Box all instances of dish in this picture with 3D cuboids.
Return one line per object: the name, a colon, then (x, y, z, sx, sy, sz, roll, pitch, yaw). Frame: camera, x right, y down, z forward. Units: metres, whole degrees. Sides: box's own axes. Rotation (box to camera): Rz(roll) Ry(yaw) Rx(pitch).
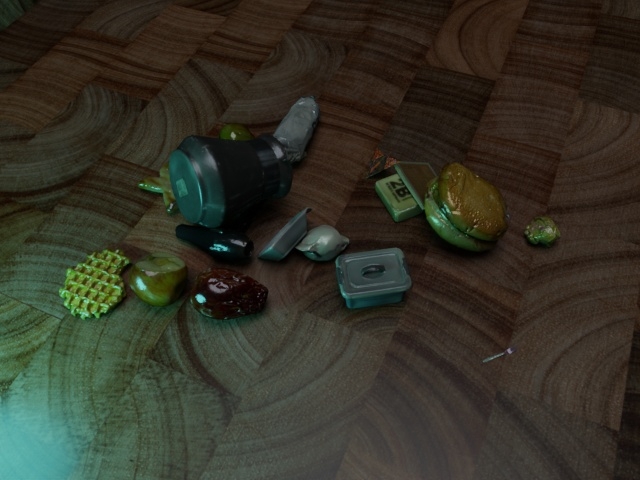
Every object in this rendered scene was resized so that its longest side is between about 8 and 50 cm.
dish: (-0.103, -0.017, 1.894, 0.064, 0.154, 0.234, 44, 65, -8)

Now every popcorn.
popcorn: (0.750, -0.031, 1.878, 0.089, 0.109, 0.097, 11, 89, -26)

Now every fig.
fig: (-0.306, -0.382, 2.165, 0.186, 0.148, 0.142, 5, 26, -42)

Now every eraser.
eraser: (0.284, -0.157, 2.010, 0.117, 0.058, 0.172, -20, 56, -11)

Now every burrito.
burrito: (-0.082, -0.457, 2.197, 0.139, 0.101, 0.445, 18, 47, 6)

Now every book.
book: (0.380, -0.200, 2.022, 0.170, 0.018, 0.241, -2, 49, -30)

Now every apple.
apple: (-0.521, 0.122, 1.784, 0.173, 0.160, 0.195, 28, 18, 3)

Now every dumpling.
dumpling: (-0.001, 0.001, 1.898, 0.176, 0.092, 0.150, -33, 43, -10)

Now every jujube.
jujube: (-0.285, 0.172, 1.755, 0.236, 0.168, 0.168, 10, 54, -8)

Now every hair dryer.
hair dryer: (-0.305, -0.072, 1.979, 0.304, 0.120, 0.359, 14, 45, 29)

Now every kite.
kite: (0.212, -0.279, 2.099, 0.125, 0.008, 0.222, -49, 27, 5)

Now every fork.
fork: (0.537, 0.342, 1.672, 0.115, 0.012, 0.016, -22, 52, -7)

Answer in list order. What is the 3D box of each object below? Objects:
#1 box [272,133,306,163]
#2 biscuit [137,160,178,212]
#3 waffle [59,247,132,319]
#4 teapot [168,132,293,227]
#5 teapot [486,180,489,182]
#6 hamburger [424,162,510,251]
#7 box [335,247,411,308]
box: (-0.137, -0.370, 2.203, 0.090, 0.024, 0.167, -29, 58, -18)
biscuit: (-0.561, -0.199, 2.088, 0.164, 0.047, 0.208, -39, 62, -24)
waffle: (-0.732, 0.142, 1.848, 0.249, 0.056, 0.253, -30, 57, -17)
teapot: (-0.311, -0.214, 1.904, 0.362, 0.376, 0.305, -17, 95, -33)
teapot: (0.604, -0.171, 2.012, 0.067, 0.057, 0.083, -36, 50, 12)
hamburger: (0.494, -0.108, 1.871, 0.314, 0.170, 0.290, 29, 51, -11)
box: (0.165, 0.122, 1.774, 0.227, 0.130, 0.162, -8, 54, -4)
